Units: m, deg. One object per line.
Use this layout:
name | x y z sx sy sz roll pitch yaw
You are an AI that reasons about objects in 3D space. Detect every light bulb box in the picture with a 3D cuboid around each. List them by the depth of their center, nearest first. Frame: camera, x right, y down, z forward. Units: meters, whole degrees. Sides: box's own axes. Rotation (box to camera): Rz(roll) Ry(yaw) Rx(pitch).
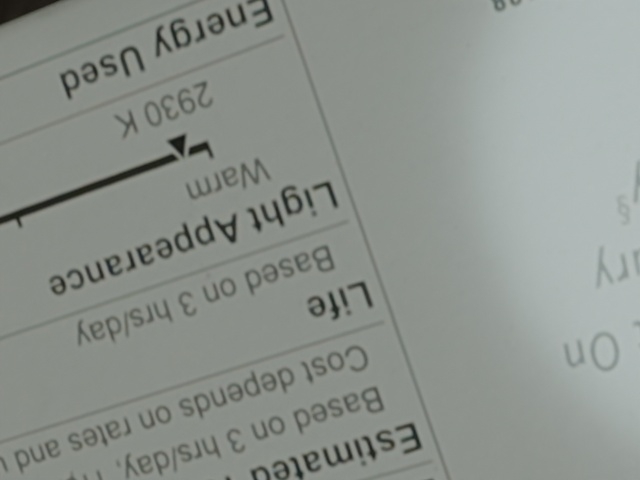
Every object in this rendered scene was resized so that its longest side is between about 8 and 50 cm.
light bulb box | 0.068 0.077 0.512 0.357 0.225 0.361 -18 94 18
